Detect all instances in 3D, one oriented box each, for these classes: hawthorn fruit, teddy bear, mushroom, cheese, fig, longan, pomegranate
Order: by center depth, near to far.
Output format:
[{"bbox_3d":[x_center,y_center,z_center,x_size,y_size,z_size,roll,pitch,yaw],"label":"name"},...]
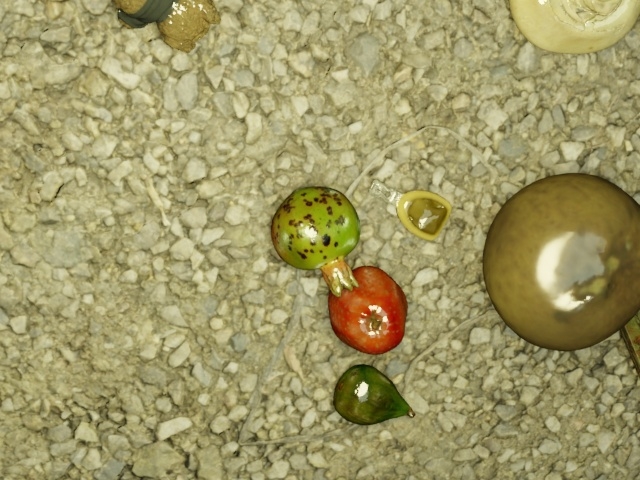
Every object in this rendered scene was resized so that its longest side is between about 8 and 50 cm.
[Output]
[{"bbox_3d":[-0.275,-0.406,1.224,0.182,0.129,0.251,-27,117,40],"label":"teddy bear"},{"bbox_3d":[0.439,-0.429,1.307,0.246,0.202,0.246,-1,115,-3],"label":"mushroom"},{"bbox_3d":[0.000,0.000,1.364,0.159,0.159,0.205,-26,80,-2],"label":"pomegranate"},{"bbox_3d":[0.437,0.038,1.388,0.318,0.319,0.319,-3,106,-9],"label":"longan"},{"bbox_3d":[0.093,0.139,1.406,0.162,0.203,0.163,-2,108,-6],"label":"hawthorn fruit"},{"bbox_3d":[0.162,-0.067,1.447,0.162,0.036,0.086,27,98,-16],"label":"cheese"},{"bbox_3d":[0.107,0.309,1.517,0.177,0.117,0.117,24,101,-32],"label":"fig"}]

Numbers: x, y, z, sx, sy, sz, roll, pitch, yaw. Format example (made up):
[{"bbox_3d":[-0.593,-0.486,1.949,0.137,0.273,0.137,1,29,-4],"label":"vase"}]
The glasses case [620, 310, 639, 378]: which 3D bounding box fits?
[{"bbox_3d":[0.715,0.222,1.592,0.156,0.098,0.425,-27,109,4],"label":"glasses case"}]
